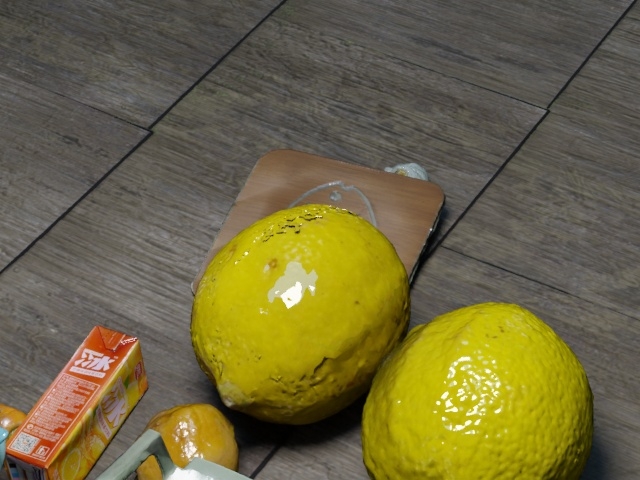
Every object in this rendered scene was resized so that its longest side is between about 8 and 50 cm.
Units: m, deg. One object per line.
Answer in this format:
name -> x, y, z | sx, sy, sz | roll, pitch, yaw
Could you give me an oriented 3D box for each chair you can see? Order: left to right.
chair -> -0.128, 0.327, 1.801 | 0.203, 0.275, 0.190 | 20, 49, 26

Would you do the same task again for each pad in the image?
pad -> 0.000, 0.000, 2.286 | 0.286, 0.018, 0.284 | 15, 56, 18

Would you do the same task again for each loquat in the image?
loquat -> -0.164, 0.259, 1.999 | 0.137, 0.113, 0.137 | -2, 69, 4

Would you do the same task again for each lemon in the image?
lemon -> -0.026, 0.094, 2.046 | 0.258, 0.258, 0.310 | 27, 53, 28
lemon -> 0.184, 0.204, 1.911 | 0.268, 0.268, 0.322 | 10, 50, 15

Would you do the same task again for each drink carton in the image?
drink carton -> -0.299, 0.218, 2.054 | 0.071, 0.096, 0.223 | 16, 47, 21

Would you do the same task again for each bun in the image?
bun -> 0.115, -0.080, 2.370 | 0.083, 0.045, 0.083 | -3, 42, 3

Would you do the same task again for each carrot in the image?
carrot -> -0.457, 0.218, 2.108 | 0.256, 0.061, 0.061 | 16, 46, 33

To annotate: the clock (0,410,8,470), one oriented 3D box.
clock -> -0.471, 0.261, 1.951 | 0.274, 0.094, 0.223 | 7, 53, 43
